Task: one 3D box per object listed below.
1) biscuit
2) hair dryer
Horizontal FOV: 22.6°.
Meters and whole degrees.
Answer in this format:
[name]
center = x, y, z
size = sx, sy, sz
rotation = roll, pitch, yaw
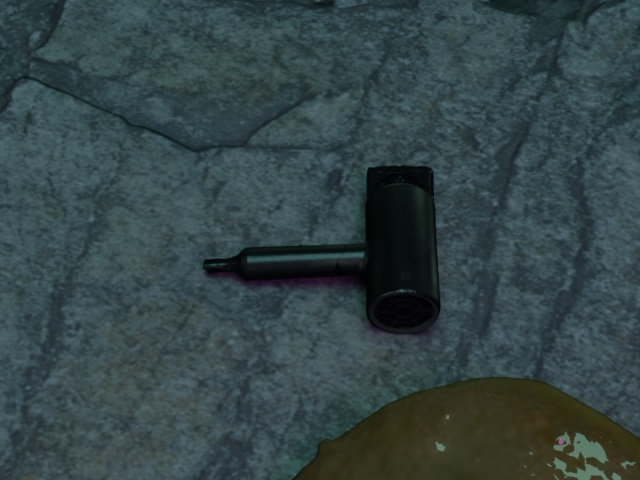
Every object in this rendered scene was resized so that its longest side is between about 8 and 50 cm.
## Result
[biscuit]
center = 0.144, 0.321, 1.372
size = 0.429, 0.104, 0.446
rotation = -43, 60, -1
[hair dryer]
center = 0.000, 0.000, 1.700
size = 0.248, 0.078, 0.195
rotation = -2, 53, 2
